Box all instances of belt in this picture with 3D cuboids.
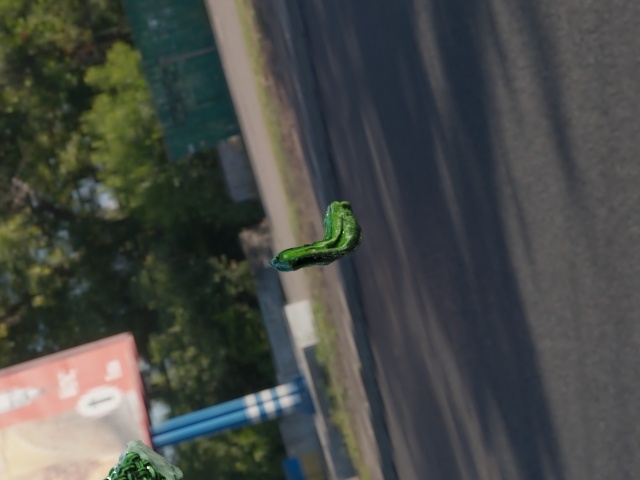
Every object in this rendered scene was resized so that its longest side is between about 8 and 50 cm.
[{"bbox_3d":[-0.158,0.236,1.051,0.079,0.121,0.151,35,-156,-5],"label":"belt"}]

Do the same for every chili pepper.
[{"bbox_3d":[0.006,0.005,1.150,0.118,0.055,0.035,-43,-41,-47],"label":"chili pepper"}]
